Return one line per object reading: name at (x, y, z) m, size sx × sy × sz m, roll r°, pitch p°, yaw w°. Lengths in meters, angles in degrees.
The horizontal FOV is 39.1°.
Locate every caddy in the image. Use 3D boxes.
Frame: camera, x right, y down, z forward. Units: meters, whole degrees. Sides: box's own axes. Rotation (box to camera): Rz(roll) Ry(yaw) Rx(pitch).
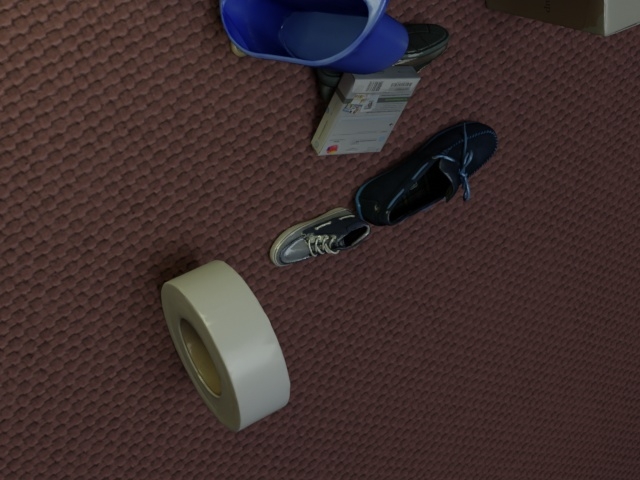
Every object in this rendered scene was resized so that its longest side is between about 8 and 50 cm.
caddy at (-0.010, -0.384, 1.376) m, size 0.179 × 0.341 × 0.241 m, roll 7°, pitch 98°, yaw -51°

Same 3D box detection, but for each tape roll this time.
tape roll at (-0.167, 0.180, 1.550) m, size 0.100 × 0.286 × 0.286 m, roll -26°, pitch 122°, yaw -23°

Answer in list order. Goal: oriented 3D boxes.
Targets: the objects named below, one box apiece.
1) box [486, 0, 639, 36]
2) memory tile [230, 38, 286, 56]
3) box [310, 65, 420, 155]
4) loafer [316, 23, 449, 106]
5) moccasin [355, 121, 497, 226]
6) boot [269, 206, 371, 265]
box at (0.447, -0.483, 1.653) m, size 0.121 × 0.311 × 0.148 m, roll -24°, pitch 122°, yaw -23°
memory tile at (-0.087, -0.372, 1.534) m, size 0.148 × 0.012 × 0.113 m, roll -12°, pitch 116°, yaw -30°
box at (0.080, -0.234, 1.636) m, size 0.145 × 0.038 × 0.186 m, roll -7°, pitch 143°, yaw -31°
loafer at (0.113, -0.322, 1.655) m, size 0.267 × 0.096 × 0.084 m, roll -22°, pitch 141°, yaw -17°
moccasin at (0.233, -0.114, 1.793) m, size 0.342 × 0.117 × 0.138 m, roll -36°, pitch 126°, yaw -16°
boot at (0.000, 0.000, 1.706) m, size 0.190 × 0.086 × 0.069 m, roll -32°, pitch 124°, yaw -19°
